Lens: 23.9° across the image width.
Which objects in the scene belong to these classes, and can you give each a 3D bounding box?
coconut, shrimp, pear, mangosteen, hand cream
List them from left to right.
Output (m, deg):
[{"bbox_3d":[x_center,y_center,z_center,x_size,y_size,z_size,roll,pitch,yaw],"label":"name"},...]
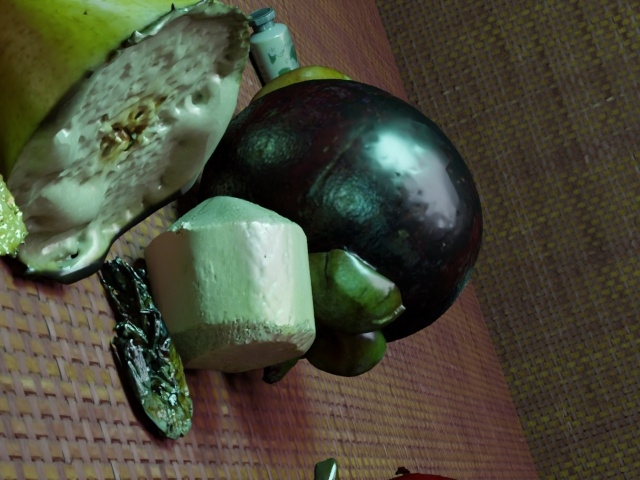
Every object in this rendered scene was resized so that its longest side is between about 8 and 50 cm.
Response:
[{"bbox_3d":[-0.182,-0.120,1.109,0.178,0.267,0.267,45,5,18],"label":"pear"},{"bbox_3d":[-0.142,0.090,1.241,0.091,0.034,0.161,-60,129,-73],"label":"shrimp"},{"bbox_3d":[-0.080,0.034,1.349,0.147,0.147,0.153,34,44,-70],"label":"coconut"},{"bbox_3d":[-0.038,-0.194,2.118,0.095,0.059,0.276,-82,154,-62],"label":"hand cream"},{"bbox_3d":[0.004,-0.014,1.534,0.300,0.300,0.300,-21,90,-78],"label":"mangosteen"}]

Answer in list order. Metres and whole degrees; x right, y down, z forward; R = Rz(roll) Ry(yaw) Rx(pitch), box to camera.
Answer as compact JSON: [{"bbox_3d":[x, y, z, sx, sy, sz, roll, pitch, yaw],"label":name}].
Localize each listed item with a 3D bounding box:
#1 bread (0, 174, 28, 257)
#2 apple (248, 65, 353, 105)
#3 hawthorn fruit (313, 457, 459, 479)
[{"bbox_3d":[-0.243,-0.015,0.909,0.187,0.065,0.103,-72,142,-73],"label":"bread"},{"bbox_3d":[-0.008,-0.118,1.841,0.182,0.182,0.155,45,29,-62],"label":"apple"},{"bbox_3d":[0.093,0.350,1.303,0.295,0.295,0.311,-99,162,-44],"label":"hawthorn fruit"}]
